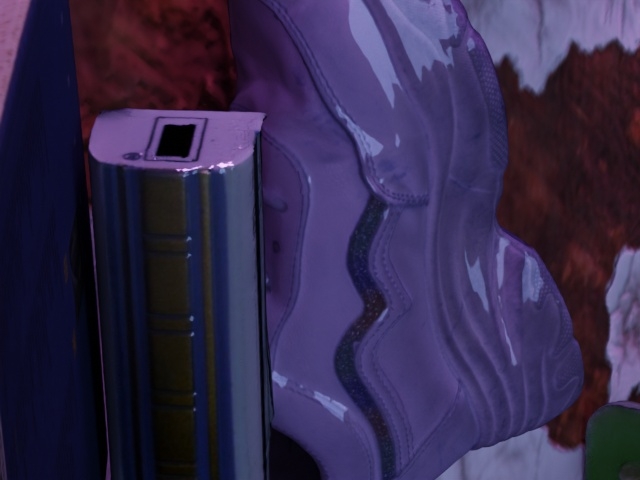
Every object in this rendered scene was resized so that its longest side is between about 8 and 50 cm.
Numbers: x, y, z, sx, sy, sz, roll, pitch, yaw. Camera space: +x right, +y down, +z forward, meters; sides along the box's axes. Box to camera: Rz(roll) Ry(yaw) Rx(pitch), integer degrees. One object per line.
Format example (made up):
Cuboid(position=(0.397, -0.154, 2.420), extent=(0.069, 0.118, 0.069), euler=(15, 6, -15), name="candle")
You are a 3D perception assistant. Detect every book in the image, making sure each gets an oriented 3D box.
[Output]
Cuboid(position=(-0.076, 0.052, 0.453), extent=(0.269, 0.025, 0.191), euler=(-97, -175, -62), name="book")

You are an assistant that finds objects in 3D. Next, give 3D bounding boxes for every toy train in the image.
Cuboid(position=(-0.041, 0.079, 0.596), extent=(0.048, 0.055, 0.252), euler=(-94, -178, -62), name="toy train")

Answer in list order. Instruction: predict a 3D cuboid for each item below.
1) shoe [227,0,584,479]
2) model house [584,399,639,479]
Cuboid(position=(0.000, 0.000, 0.636), extent=(0.137, 0.095, 0.245), euler=(-37, 127, -21), name="shoe")
Cuboid(position=(0.357, 0.176, 0.937), extent=(0.313, 0.358, 0.242), euler=(-26, 120, -44), name="model house")
